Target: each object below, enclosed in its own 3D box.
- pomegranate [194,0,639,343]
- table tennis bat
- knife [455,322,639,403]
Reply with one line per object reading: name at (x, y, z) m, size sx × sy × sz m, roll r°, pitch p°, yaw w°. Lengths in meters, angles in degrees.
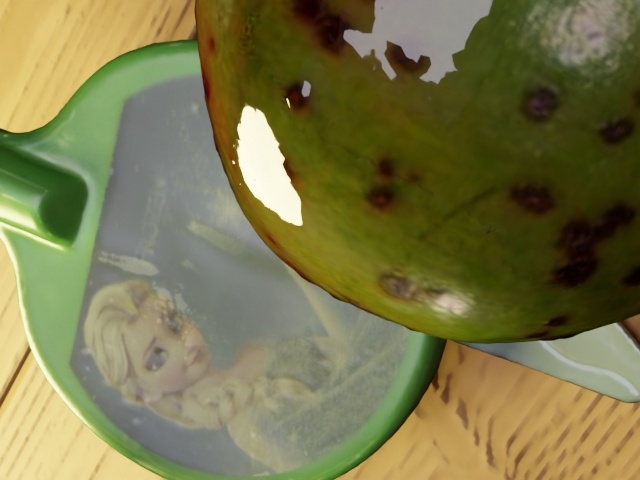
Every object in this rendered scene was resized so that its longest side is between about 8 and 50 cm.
pomegranate at (0.082, -0.058, 0.497) m, size 0.248 × 0.202 × 0.202 m, roll 27°, pitch 116°, yaw -3°
table tennis bat at (-0.074, -0.005, 0.650) m, size 0.257 × 0.039 × 0.160 m, roll 23°, pitch 107°, yaw 19°
knife at (0.000, -0.002, 0.649) m, size 0.260 × 0.035 × 0.063 m, roll 13°, pitch 104°, yaw 27°
